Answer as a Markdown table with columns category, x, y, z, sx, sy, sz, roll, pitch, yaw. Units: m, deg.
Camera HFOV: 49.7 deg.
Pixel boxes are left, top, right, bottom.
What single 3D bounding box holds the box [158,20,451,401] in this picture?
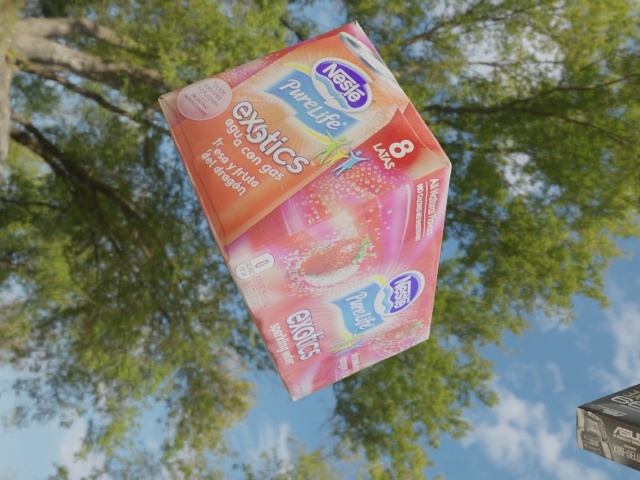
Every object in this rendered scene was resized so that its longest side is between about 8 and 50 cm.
| category | x | y | z | sx | sy | sz | roll | pitch | yaw |
| --- | --- | --- | --- | --- | --- | --- | --- | --- | --- |
| box | 0.000 | 0.000 | 0.559 | 0.300 | 0.154 | 0.142 | 81 | -16 | -61 |

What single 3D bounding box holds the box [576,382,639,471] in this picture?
| category | x | y | z | sx | sy | sz | roll | pitch | yaw |
| --- | --- | --- | --- | --- | --- | --- | --- | --- | --- |
| box | 0.604 | 0.309 | 1.083 | 0.307 | 0.242 | 0.077 | 9 | -76 | 57 |
